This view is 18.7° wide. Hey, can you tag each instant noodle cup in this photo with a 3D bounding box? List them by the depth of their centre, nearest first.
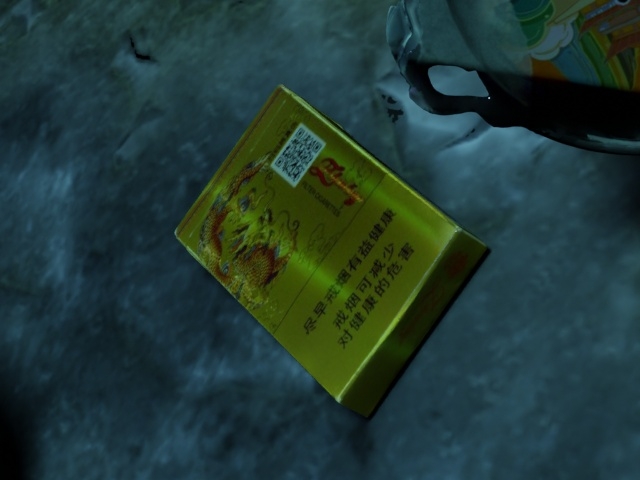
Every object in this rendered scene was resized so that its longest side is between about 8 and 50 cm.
[{"bbox_3d":[0.108,-0.134,0.694,0.208,0.178,0.125,-20,29,-1],"label":"instant noodle cup"}]

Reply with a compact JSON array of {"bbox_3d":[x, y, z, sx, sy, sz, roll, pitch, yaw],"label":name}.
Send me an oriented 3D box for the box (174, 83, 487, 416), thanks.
[{"bbox_3d":[0.000,0.000,0.822,0.089,0.022,0.156,-55,39,4],"label":"box"}]
